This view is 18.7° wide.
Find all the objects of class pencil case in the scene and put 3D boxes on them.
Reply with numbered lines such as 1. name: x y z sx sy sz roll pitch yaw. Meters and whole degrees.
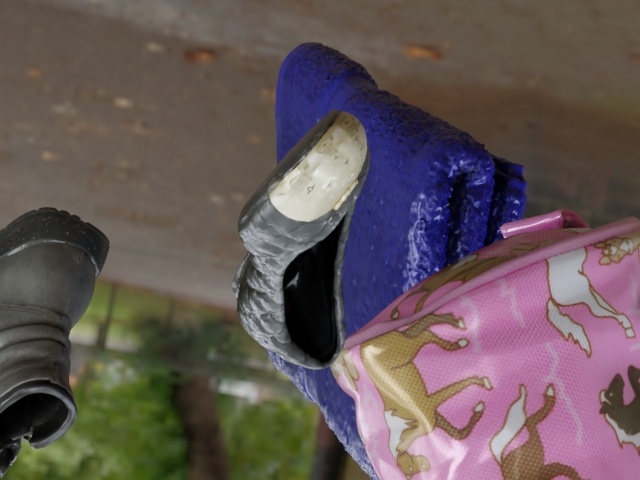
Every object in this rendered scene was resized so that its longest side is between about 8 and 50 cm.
1. pencil case: 0.145 0.176 0.872 0.160 0.386 0.167 -26 177 7

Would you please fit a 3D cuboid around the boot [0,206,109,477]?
1. boot: -0.233 0.091 1.237 0.083 0.161 0.246 33 135 -27

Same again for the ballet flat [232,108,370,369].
1. ballet flat: 0.000 0.000 0.703 0.049 0.057 0.173 42 162 10

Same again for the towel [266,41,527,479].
1. towel: 0.039 0.014 1.197 0.076 0.227 0.308 -1 -164 -16
